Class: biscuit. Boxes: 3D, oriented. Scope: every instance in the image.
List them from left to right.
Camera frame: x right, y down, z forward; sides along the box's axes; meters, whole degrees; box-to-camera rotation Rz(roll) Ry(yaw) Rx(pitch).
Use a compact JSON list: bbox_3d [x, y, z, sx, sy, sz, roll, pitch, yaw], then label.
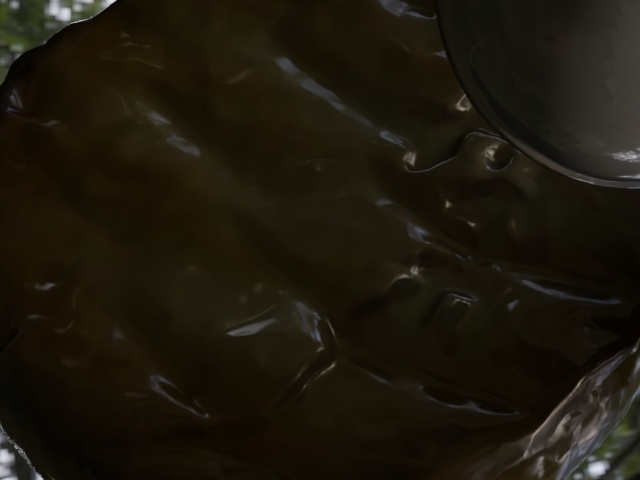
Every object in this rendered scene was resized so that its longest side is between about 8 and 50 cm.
[{"bbox_3d":[0.000,0.000,0.718,0.296,0.296,0.102,45,-17,36],"label":"biscuit"}]

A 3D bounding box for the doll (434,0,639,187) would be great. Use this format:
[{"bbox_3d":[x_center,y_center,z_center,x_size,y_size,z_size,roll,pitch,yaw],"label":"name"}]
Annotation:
[{"bbox_3d":[0.018,-0.119,0.431,0.287,0.151,0.151,40,-45,-15],"label":"doll"}]
